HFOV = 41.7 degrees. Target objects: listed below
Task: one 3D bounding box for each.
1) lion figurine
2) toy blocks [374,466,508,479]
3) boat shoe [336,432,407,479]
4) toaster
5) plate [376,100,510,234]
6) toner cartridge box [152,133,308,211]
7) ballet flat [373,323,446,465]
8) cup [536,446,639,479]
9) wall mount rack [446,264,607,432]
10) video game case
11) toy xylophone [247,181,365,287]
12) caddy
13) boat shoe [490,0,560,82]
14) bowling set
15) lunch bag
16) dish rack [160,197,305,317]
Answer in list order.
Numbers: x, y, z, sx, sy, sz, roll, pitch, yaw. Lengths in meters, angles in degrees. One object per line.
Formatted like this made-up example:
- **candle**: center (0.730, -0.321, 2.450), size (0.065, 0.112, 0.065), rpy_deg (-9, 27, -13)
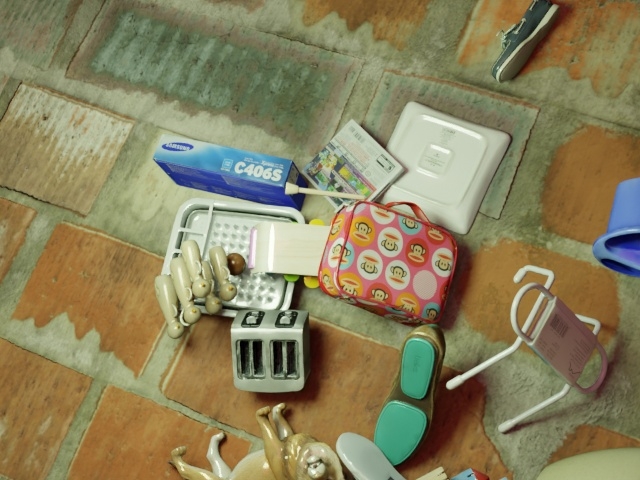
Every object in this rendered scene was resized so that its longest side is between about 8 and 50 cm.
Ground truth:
- **lion figurine**: center (-0.141, 0.509, 1.830), size (0.392, 0.142, 0.240), rpy_deg (-28, 74, 18)
- **toy blocks**: center (0.279, 0.549, 1.547), size (0.260, 0.191, 0.381), rpy_deg (-29, 33, 1)
- **boat shoe**: center (0.122, 0.518, 1.767), size (0.258, 0.095, 0.084), rpy_deg (44, 129, 20)
- **toaster**: center (-0.111, 0.250, 1.880), size (0.168, 0.110, 0.186), rpy_deg (0, 103, 8)
- **plate**: center (0.275, -0.186, 2.008), size (0.277, 0.045, 0.278), rpy_deg (23, 78, 20)
- **toner cartridge box**: center (-0.217, -0.164, 2.052), size (0.347, 0.165, 0.075), rpy_deg (13, 73, 17)
- **ballet flat**: center (0.199, 0.320, 1.784), size (0.116, 0.124, 0.343), rpy_deg (19, 116, 21)
- **cup**: center (0.531, 0.529, 1.576), size (0.236, 0.331, 0.331), rpy_deg (7, 70, 44)
- **wall mount rack**: center (0.430, 0.235, 1.721), size (0.130, 0.350, 0.304), rpy_deg (14, 67, 55)
- **video game case**: center (0.076, -0.168, 2.032), size (0.183, 0.023, 0.201), rpy_deg (-45, 60, 6)
- **toy xylophone**: center (0.000, 0.000, 1.923), size (0.322, 0.081, 0.236), rpy_deg (13, 81, -5)
- **caddy**: center (0.739, 0.001, 1.729), size (0.341, 0.241, 0.179), rpy_deg (6, 66, 16)
- **boat shoe**: center (0.482, -0.491, 2.038), size (0.079, 0.095, 0.255), rpy_deg (34, 80, 20)
- **bowling set**: center (-0.241, 0.103, 1.888), size (0.199, 0.287, 0.154), rpy_deg (-10, 73, -27)
- **lunch bag**: center (0.155, 0.033, 1.847), size (0.293, 0.120, 0.258), rpy_deg (22, 75, -21)
- **dish rack**: center (-0.205, 0.051, 2.024), size (0.332, 0.072, 0.286), rpy_deg (6, 72, 15)
